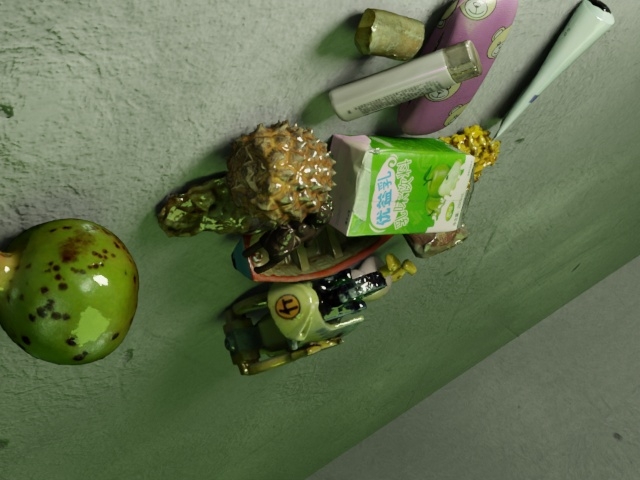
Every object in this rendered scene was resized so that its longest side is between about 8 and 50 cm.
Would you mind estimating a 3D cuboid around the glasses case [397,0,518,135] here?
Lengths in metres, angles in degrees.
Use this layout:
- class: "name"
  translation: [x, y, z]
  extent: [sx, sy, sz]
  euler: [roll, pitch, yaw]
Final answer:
- class: "glasses case"
  translation: [0.217, -0.285, 1.520]
  extent: [0.123, 0.075, 0.316]
  euler: [-15, 151, -27]

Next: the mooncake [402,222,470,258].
- class: "mooncake"
  translation: [0.231, -0.030, 1.963]
  extent: [0.130, 0.125, 0.073]
  euler: [-24, 150, -24]

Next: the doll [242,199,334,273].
- class: "doll"
  translation: [-0.039, -0.015, 1.559]
  extent: [0.139, 0.057, 0.165]
  euler: [-29, 173, -37]

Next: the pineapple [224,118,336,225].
- class: "pineapple"
  translation: [-0.050, -0.105, 1.461]
  extent: [0.193, 0.166, 0.166]
  euler: [2, 140, -51]

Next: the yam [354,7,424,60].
- class: "yam"
  translation: [0.095, -0.301, 1.365]
  extent: [0.146, 0.069, 0.069]
  euler: [-3, 144, -48]

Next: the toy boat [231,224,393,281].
- class: "toy boat"
  translation: [0.000, 0.000, 1.784]
  extent: [0.392, 0.136, 0.079]
  euler: [-14, 180, -42]

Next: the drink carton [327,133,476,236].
- class: "drink carton"
  translation: [0.139, -0.101, 1.650]
  extent: [0.271, 0.108, 0.161]
  euler: [-3, 114, -37]

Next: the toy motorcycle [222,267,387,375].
- class: "toy motorcycle"
  translation: [-0.045, 0.158, 1.886]
  extent: [0.237, 0.168, 0.410]
  euler: [-8, 162, -32]

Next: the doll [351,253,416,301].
- class: "doll"
  translation: [0.046, 0.144, 2.124]
  extent: [0.365, 0.094, 0.160]
  euler: [-41, 151, 19]

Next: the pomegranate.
- class: "pomegranate"
  translation: [-0.402, 0.056, 1.353]
  extent: [0.286, 0.231, 0.231]
  euler: [27, 130, -14]

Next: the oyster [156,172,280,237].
- class: "oyster"
  translation: [-0.114, -0.064, 1.579]
  extent: [0.345, 0.078, 0.128]
  euler: [-12, 141, -32]

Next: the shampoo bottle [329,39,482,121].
- class: "shampoo bottle"
  translation: [0.130, -0.243, 1.433]
  extent: [0.227, 0.055, 0.086]
  euler: [-17, 174, 21]

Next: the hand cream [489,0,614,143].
- class: "hand cream"
  translation: [0.414, -0.311, 1.716]
  extent: [0.320, 0.067, 0.109]
  euler: [-51, -177, 41]

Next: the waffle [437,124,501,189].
- class: "waffle"
  translation: [0.262, -0.147, 1.850]
  extent: [0.197, 0.070, 0.193]
  euler: [-3, 143, -51]
